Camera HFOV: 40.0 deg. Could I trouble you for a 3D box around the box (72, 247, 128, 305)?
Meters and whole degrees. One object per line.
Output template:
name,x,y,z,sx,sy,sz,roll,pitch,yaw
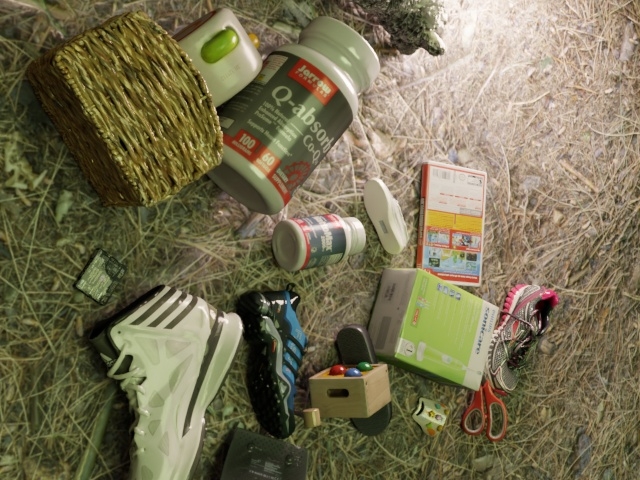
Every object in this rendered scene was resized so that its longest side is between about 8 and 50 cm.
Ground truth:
box,-0.395,0.066,1.583,0.067,0.018,0.083,39,67,-30

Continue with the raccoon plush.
raccoon plush,0.078,-0.512,1.897,0.447,0.216,0.299,-13,114,-7

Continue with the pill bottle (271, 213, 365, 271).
pill bottle,0.000,0.000,1.825,0.180,0.108,0.107,-10,95,-37

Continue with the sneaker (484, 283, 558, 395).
sneaker,0.496,0.243,2.192,0.121,0.112,0.299,32,72,-33

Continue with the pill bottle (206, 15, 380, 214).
pill bottle,-0.059,-0.245,1.693,0.210,0.210,0.363,45,73,-27

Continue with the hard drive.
hard drive,-0.121,0.502,1.687,0.172,0.054,0.254,20,52,-12

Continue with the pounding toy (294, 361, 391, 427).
pounding toy,0.020,0.312,1.805,0.206,0.181,0.094,-13,97,-64

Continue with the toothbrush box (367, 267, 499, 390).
toothbrush box,0.254,0.204,2.004,0.283,0.122,0.206,24,75,-33

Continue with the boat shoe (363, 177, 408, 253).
boat shoe,0.154,-0.062,1.973,0.063,0.066,0.184,-40,111,-45

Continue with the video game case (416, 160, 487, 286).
video game case,0.317,-0.037,2.115,0.204,0.025,0.285,7,85,-37

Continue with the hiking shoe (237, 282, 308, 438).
hiking shoe,-0.071,0.244,1.765,0.132,0.113,0.304,-11,96,-36

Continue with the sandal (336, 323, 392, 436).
sandal,0.104,0.302,1.915,0.054,0.097,0.254,-25,107,-62

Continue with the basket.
basket,-0.324,-0.225,1.502,0.213,0.223,0.299,-37,109,-24

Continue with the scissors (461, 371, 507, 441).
scissors,0.402,0.339,2.144,0.109,0.021,0.297,2,84,8

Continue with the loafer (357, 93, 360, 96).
loafer,0.011,-0.266,1.867,0.220,0.080,0.078,-47,139,-17

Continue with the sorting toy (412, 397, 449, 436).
sorting toy,0.254,0.407,2.058,0.075,0.045,0.083,30,71,-13

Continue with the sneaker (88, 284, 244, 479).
sneaker,-0.330,0.286,1.566,0.258,0.169,0.447,30,64,-24

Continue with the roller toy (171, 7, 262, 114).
roller toy,-0.211,-0.322,1.622,0.146,0.191,0.209,56,17,-22
